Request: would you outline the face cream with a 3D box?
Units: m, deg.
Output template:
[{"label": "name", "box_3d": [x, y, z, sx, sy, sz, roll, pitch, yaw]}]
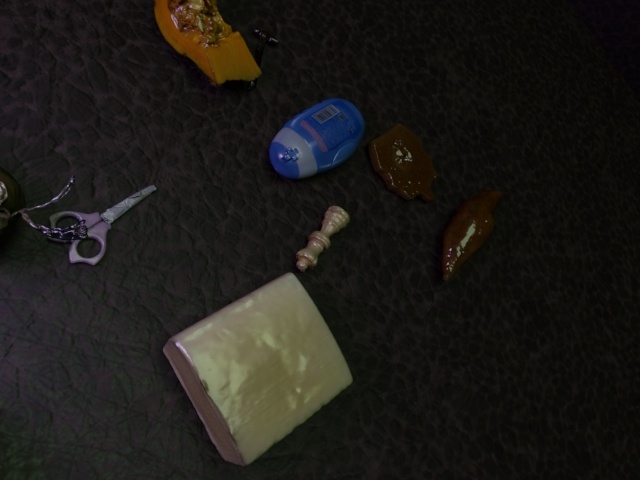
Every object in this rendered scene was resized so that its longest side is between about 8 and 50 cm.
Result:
[{"label": "face cream", "box_3d": [-0.009, -0.226, 1.182, 0.264, 0.083, 0.149, -39, 92, -35]}]

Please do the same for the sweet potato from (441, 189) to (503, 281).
[{"label": "sweet potato", "box_3d": [0.384, -0.036, 1.327, 0.112, 0.112, 0.359, 42, 60, -10]}]

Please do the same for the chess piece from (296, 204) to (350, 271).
[{"label": "chess piece", "box_3d": [0.001, 0.000, 1.122, 0.060, 0.060, 0.172, 42, 59, -10]}]

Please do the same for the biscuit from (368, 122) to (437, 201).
[{"label": "biscuit", "box_3d": [0.218, -0.185, 1.330, 0.182, 0.034, 0.215, -38, 95, -34]}]

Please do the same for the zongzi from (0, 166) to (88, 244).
[{"label": "zongzi", "box_3d": [-0.611, -0.004, 0.717, 0.447, 0.181, 0.418, 35, 73, -18]}]

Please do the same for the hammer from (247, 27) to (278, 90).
[{"label": "hammer", "box_3d": [-0.142, -0.420, 1.218, 0.065, 0.021, 0.178, 20, 63, -24]}]

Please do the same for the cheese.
[{"label": "cheese", "box_3d": [-0.104, 0.219, 0.937, 0.266, 0.124, 0.242, -28, 91, -34]}]

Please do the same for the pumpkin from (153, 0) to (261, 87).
[{"label": "pumpkin", "box_3d": [-0.249, -0.439, 1.114, 0.131, 0.126, 0.247, -37, 111, -42]}]

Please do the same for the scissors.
[{"label": "scissors", "box_3d": [-0.378, -0.044, 0.938, 0.110, 0.021, 0.212, 51, 56, -7]}]
